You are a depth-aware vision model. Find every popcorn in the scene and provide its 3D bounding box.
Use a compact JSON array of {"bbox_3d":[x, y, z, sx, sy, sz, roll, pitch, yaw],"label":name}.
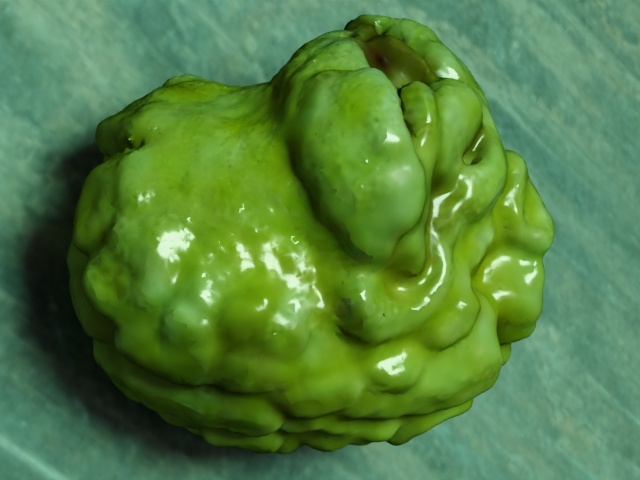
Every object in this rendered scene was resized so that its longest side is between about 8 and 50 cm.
[{"bbox_3d":[0.000,0.000,0.773,0.226,0.203,0.200,37,50,-7],"label":"popcorn"}]
